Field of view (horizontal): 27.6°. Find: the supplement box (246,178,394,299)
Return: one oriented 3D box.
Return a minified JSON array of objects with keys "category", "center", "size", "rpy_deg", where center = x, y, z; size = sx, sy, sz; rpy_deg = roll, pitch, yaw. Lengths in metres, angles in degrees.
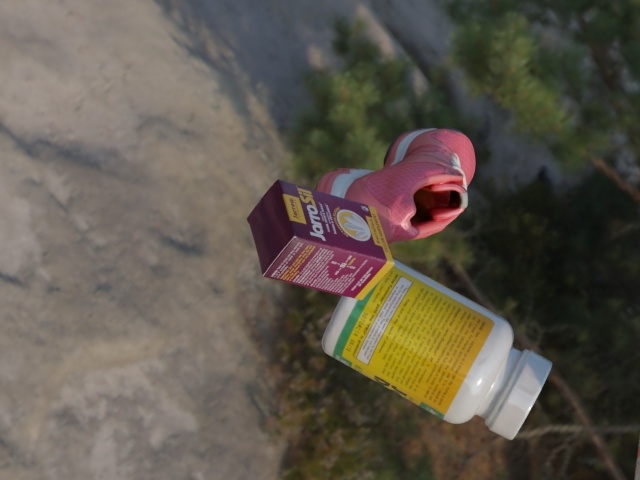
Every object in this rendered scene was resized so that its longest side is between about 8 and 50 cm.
[{"category":"supplement box","center":[0.000,0.000,0.869],"size":[0.083,0.043,0.055],"rpy_deg":[14,42,-33]}]

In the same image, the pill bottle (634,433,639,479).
[{"category":"pill bottle","center":[0.517,0.141,1.586],"size":[0.229,0.229,0.408],"rpy_deg":[28,65,-38]}]

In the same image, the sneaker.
[{"category":"sneaker","center":[0.124,-0.051,1.509],"size":[0.314,0.136,0.116],"rpy_deg":[-30,119,-51]}]

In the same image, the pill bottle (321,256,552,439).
[{"category":"pill bottle","center":[0.116,0.107,1.285],"size":[0.208,0.118,0.117],"rpy_deg":[29,29,8]}]
